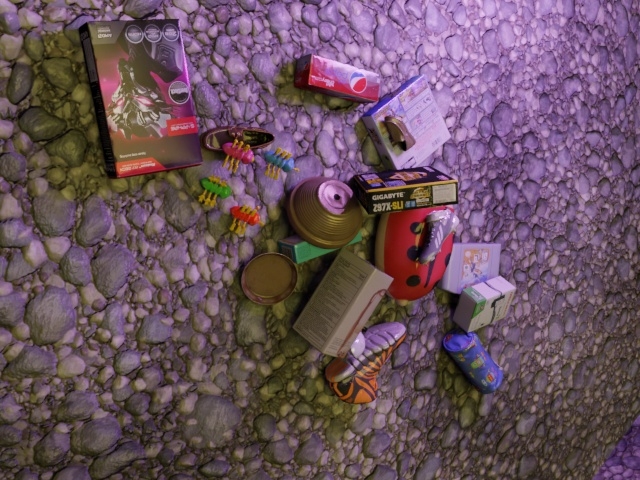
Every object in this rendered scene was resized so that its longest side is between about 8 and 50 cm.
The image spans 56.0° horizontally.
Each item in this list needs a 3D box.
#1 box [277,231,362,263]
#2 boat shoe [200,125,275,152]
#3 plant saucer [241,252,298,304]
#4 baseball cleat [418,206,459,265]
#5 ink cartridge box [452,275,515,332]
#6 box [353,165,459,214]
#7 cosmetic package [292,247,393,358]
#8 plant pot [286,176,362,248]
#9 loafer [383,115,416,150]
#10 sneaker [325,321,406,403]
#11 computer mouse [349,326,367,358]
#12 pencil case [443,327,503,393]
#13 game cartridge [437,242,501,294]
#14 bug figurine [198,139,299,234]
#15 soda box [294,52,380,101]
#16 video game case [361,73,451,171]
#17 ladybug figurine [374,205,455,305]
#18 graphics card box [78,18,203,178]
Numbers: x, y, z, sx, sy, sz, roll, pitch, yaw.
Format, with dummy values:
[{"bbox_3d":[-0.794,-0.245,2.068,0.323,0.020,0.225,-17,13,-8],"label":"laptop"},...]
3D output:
[{"bbox_3d":[0.000,0.000,1.841,0.244,0.100,0.060,-19,109,-30],"label":"box"},{"bbox_3d":[-0.226,-0.283,1.665,0.207,0.073,0.073,-13,105,-31],"label":"boat shoe"},{"bbox_3d":[-0.150,0.109,1.768,0.168,0.029,0.168,-6,112,-14],"label":"plant saucer"},{"bbox_3d":[0.355,-0.021,1.912,0.109,0.072,0.206,47,66,-14],"label":"baseball cleat"},{"bbox_3d":[0.612,0.236,2.246,0.208,0.087,0.153,-16,130,-29],"label":"ink cartridge box"},{"bbox_3d":[0.244,-0.156,1.803,0.257,0.322,0.079,-9,104,-1],"label":"box"},{"bbox_3d":[0.068,0.191,1.833,0.296,0.153,0.129,-57,142,4],"label":"cosmetic package"},{"bbox_3d":[0.028,-0.103,1.773,0.237,0.110,0.237,10,59,-18],"label":"plant pot"},{"bbox_3d":[0.250,-0.339,1.914,0.148,0.056,0.050,39,68,-31],"label":"loafer"},{"bbox_3d":[0.170,0.417,2.017,0.321,0.124,0.180,-33,118,-14],"label":"sneaker"},{"bbox_3d":[0.122,0.304,1.931,0.042,0.193,0.106,-21,115,15],"label":"computer mouse"},{"bbox_3d":[0.590,0.457,2.292,0.133,0.119,0.306,-36,119,8],"label":"pencil case"},{"bbox_3d":[0.566,0.107,2.270,0.297,0.062,0.198,-1,93,-34],"label":"game cartridge"},{"bbox_3d":[-0.203,-0.163,1.657,0.216,0.072,0.279,27,111,-22],"label":"bug figurine"},{"bbox_3d":[0.054,-0.483,1.818,0.263,0.083,0.092,5,93,-34],"label":"soda box"},{"bbox_3d":[0.290,-0.378,2.007,0.269,0.061,0.244,-40,117,-23],"label":"video game case"},{"bbox_3d":[0.334,0.004,2.030,0.305,0.162,0.449,8,92,-35],"label":"ladybug figurine"},{"bbox_3d":[-0.439,-0.352,1.497,0.233,0.094,0.371,-14,104,-32],"label":"graphics card box"}]
